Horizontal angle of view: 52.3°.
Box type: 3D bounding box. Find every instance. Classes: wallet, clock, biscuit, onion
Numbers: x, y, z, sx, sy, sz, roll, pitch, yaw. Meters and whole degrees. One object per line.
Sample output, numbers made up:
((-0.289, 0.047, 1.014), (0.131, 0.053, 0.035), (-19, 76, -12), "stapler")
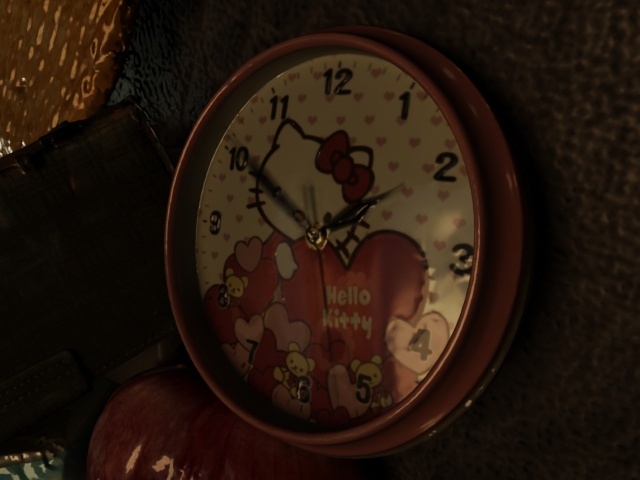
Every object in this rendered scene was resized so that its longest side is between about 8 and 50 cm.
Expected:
((-0.224, 0.049, 0.425), (0.169, 0.317, 0.044), (64, 163, -19), "wallet")
((0.001, 0.000, 0.373), (0.244, 0.056, 0.244), (-2, 87, 39), "clock")
((-0.219, -0.189, 0.521), (0.254, 0.035, 0.253), (0, 90, 39), "biscuit")
((-0.071, 0.234, 0.464), (0.227, 0.120, 0.283), (7, 115, 27), "onion")

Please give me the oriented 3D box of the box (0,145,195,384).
((-0.249, 0.009, 0.617), (0.365, 0.051, 0.204), (9, 108, 40), "box")

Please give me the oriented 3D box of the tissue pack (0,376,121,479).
((-0.218, 0.275, 0.567), (0.124, 0.201, 0.271), (-10, 97, -1), "tissue pack")
